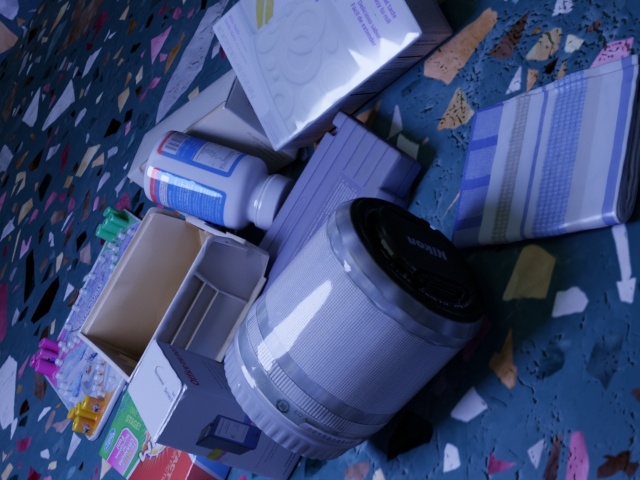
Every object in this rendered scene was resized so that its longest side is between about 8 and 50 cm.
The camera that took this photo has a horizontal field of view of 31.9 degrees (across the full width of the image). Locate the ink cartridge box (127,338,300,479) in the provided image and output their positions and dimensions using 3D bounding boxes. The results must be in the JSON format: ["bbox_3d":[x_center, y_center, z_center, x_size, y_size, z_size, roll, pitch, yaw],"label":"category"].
[{"bbox_3d":[-0.138,0.230,1.528,0.093,0.212,0.154,-60,31,7],"label":"ink cartridge box"}]

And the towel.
[{"bbox_3d":[0.270,-0.096,1.327,0.285,0.034,0.209,-13,59,55],"label":"towel"}]

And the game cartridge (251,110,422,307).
[{"bbox_3d":[0.000,0.000,1.645,0.355,0.068,0.230,-59,35,9],"label":"game cartridge"}]

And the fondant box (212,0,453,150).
[{"bbox_3d":[0.010,-0.322,1.711,0.330,0.096,0.238,-35,77,36],"label":"fondant box"}]

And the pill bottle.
[{"bbox_3d":[-0.159,-0.088,1.791,0.124,0.222,0.124,20,-90,-77],"label":"pill bottle"}]

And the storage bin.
[{"bbox_3d":[-0.228,0.090,1.739,0.260,0.123,0.262,-62,29,-4],"label":"storage bin"}]

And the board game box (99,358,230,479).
[{"bbox_3d":[-0.224,0.283,1.767,0.316,0.064,0.242,14,80,59],"label":"board game box"}]

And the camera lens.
[{"bbox_3d":[0.042,0.102,1.341,0.274,0.219,0.219,-49,33,24],"label":"camera lens"}]

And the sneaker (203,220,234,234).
[{"bbox_3d":[-0.179,-0.004,1.933,0.073,0.063,0.162,-43,-5,-47],"label":"sneaker"}]

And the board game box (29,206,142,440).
[{"bbox_3d":[-0.430,0.144,2.202,0.390,0.050,0.390,28,92,59],"label":"board game box"}]

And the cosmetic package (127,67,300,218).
[{"bbox_3d":[-0.178,-0.163,1.927,0.309,0.160,0.113,-29,35,46],"label":"cosmetic package"}]
